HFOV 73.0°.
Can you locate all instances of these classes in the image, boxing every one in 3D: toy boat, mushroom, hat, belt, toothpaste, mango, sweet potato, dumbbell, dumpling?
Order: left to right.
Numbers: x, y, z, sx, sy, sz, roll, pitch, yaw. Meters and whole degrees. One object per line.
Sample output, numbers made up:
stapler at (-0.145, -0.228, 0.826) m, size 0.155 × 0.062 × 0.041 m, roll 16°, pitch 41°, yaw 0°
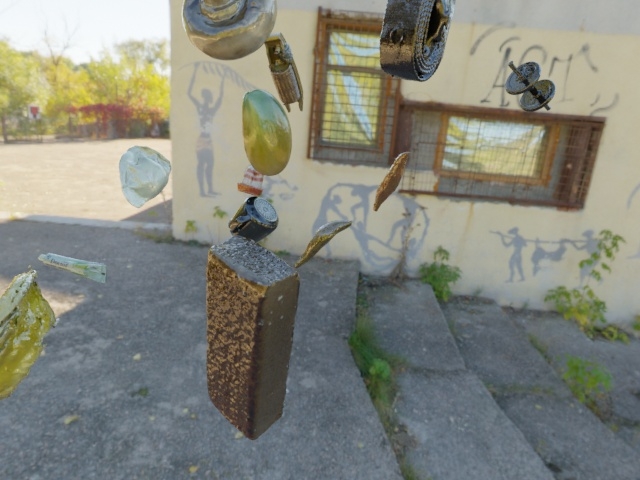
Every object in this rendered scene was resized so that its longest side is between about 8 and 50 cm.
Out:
toothpaste at (-0.614, 0.062, 1.070) m, size 0.197 × 0.048 × 0.029 m, roll 13°, pitch 10°, yaw 12°
dumpling at (-0.647, -0.239, 1.563) m, size 0.131 × 0.179 × 0.252 m, roll -5°, pitch 47°, yaw 34°
mushroom at (-0.211, -0.529, 0.991) m, size 0.226 × 0.227 × 0.178 m, roll 7°, pitch -16°, yaw 7°
hat at (-0.262, -0.260, 1.720) m, size 0.093 × 0.163 × 0.112 m, roll 20°, pitch 9°, yaw 30°
mango at (-0.121, -0.239, 0.960) m, size 0.091 × 0.195 × 0.130 m, roll 15°, pitch 50°, yaw 34°
toy boat at (-0.121, -0.562, 1.481) m, size 0.089 × 0.116 × 0.310 m, roll -1°, pitch -27°, yaw 10°
sweet potato at (-0.002, 0.001, 1.443) m, size 0.059 × 0.249 × 0.069 m, roll 48°, pitch 2°, yaw 34°
sweet potato at (0.291, -0.241, 1.752) m, size 0.072 × 0.314 × 0.066 m, roll 6°, pitch 50°, yaw -23°
belt at (0.273, -0.583, 1.164) m, size 0.164 × 0.290 × 0.184 m, roll 26°, pitch 27°, yaw 37°
dumbbell at (0.396, -0.289, 0.816) m, size 0.147 × 0.069 × 0.069 m, roll 28°, pitch 3°, yaw -30°

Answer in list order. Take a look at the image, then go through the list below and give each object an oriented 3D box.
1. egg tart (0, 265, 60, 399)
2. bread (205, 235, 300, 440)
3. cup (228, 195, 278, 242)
egg tart at (-0.615, 0.207, 0.840) m, size 0.120 × 0.315 × 0.315 m, roll 33°, pitch 2°, yaw -28°
bread at (-0.139, 0.196, 0.840) m, size 0.165 × 0.417 × 0.113 m, roll 29°, pitch 38°, yaw 28°
cup at (-0.290, -0.074, 1.755) m, size 0.176 × 0.169 × 0.223 m, roll -37°, pitch -9°, yaw 30°
